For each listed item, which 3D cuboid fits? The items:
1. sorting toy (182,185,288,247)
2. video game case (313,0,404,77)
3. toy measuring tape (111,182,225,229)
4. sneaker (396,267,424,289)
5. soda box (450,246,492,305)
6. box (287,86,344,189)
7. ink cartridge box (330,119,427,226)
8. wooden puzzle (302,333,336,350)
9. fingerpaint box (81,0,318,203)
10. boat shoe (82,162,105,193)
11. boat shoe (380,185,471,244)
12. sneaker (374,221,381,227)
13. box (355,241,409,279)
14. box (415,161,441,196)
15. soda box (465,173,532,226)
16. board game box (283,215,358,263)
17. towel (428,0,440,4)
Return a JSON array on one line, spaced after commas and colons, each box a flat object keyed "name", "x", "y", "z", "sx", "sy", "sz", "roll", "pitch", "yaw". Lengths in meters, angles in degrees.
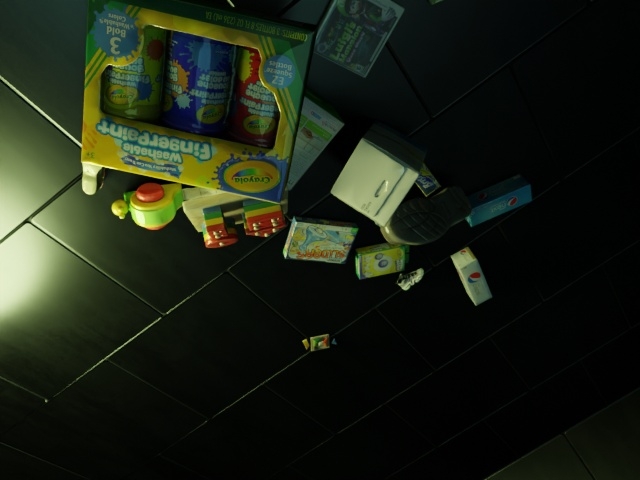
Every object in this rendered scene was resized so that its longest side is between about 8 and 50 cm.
[{"name": "sorting toy", "x": -0.205, "y": -0.055, "z": 1.522, "sx": 0.257, "sy": 0.090, "sz": 0.255, "roll": -13, "pitch": 170, "yaw": -6}, {"name": "video game case", "x": 0.086, "y": -0.514, "z": 1.410, "sx": 0.173, "sy": 0.022, "sz": 0.190, "roll": 18, "pitch": 119, "yaw": -28}, {"name": "toy measuring tape", "x": -0.373, "y": -0.095, "z": 1.521, "sx": 0.329, "sy": 0.121, "sz": 0.122, "roll": -8, "pitch": 128, "yaw": -12}, {"name": "sneaker", "x": 0.294, "y": 0.121, "z": 1.945, "sx": 0.069, "sy": 0.038, "sz": 0.098, "roll": 30, "pitch": 112, "yaw": -34}, {"name": "soda box", "x": 0.519, "y": 0.124, "z": 1.997, "sx": 0.069, "sy": 0.074, "sz": 0.216, "roll": -29, "pitch": 129, "yaw": 6}, {"name": "box", "x": -0.118, "y": -0.289, "z": 1.447, "sx": 0.261, "sy": 0.127, "sz": 0.231, "roll": 27, "pitch": 115, "yaw": -33}, {"name": "ink cartridge box", "x": 0.157, "y": -0.182, "z": 1.516, "sx": 0.168, "sy": 0.233, "sz": 0.171, "roll": 31, "pitch": 116, "yaw": 0}, {"name": "wooden puzzle", "x": -0.002, "y": 0.362, "z": 2.049, "sx": 0.116, "sy": 0.014, "sz": 0.079, "roll": -15, "pitch": 129, "yaw": -7}, {"name": "fingerpaint box", "x": -0.259, "y": -0.313, "z": 1.245, "sx": 0.444, "sy": 0.163, "sz": 0.371, "roll": 12, "pitch": 114, "yaw": -3}, {"name": "boat shoe", "x": -0.560, "y": -0.180, "z": 1.445, "sx": 0.048, "sy": 0.042, "sz": 0.133, "roll": 21, "pitch": 120, "yaw": -1}, {"name": "boat shoe", "x": 0.291, "y": -0.052, "z": 1.664, "sx": 0.355, "sy": 0.132, "sz": 0.130, "roll": -18, "pitch": 171, "yaw": -40}, {"name": "sneaker", "x": 0.278, "y": -0.046, "z": 1.775, "sx": 0.223, "sy": 0.098, "sz": 0.083, "roll": -3, "pitch": 127, "yaw": -15}, {"name": "box", "x": 0.204, "y": 0.060, "z": 1.869, "sx": 0.179, "sy": 0.043, "sz": 0.105, "roll": -13, "pitch": 129, "yaw": -10}, {"name": "box", "x": 0.280, "y": -0.205, "z": 1.681, "sx": 0.054, "sy": 0.059, "sz": 0.169, "roll": -36, "pitch": 128, "yaw": 14}, {"name": "soda box", "x": 0.548, "y": -0.126, "z": 1.822, "sx": 0.210, "sy": 0.067, "sz": 0.071, "roll": -23, "pitch": 130, "yaw": 0}, {"name": "board game box", "x": 0.000, "y": 0.000, "z": 1.762, "sx": 0.201, "sy": 0.035, "sz": 0.136, "roll": 5, "pitch": 124, "yaw": -21}, {"name": "towel", "x": 0.292, "y": -0.644, "z": 1.375, "sx": 0.110, "sy": 0.027, "sz": 0.148, "roll": -21, "pitch": 131, "yaw": 0}]
